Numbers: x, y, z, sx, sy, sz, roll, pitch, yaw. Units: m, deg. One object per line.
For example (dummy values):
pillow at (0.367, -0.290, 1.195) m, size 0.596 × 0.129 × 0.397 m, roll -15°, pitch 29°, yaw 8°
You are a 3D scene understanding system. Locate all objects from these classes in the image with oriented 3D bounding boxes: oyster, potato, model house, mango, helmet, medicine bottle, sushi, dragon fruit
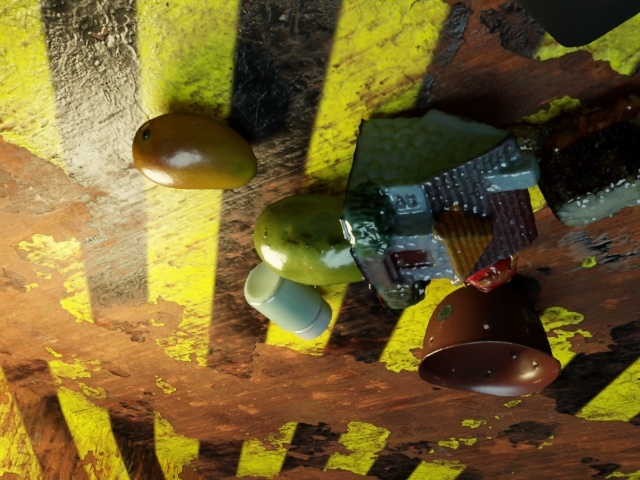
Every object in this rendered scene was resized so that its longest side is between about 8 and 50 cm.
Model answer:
oyster at (0.390, -0.185, 1.478) m, size 0.177 × 0.056 × 0.105 m, roll 6°, pitch 152°, yaw -7°
potato at (-0.001, -0.003, 1.639) m, size 0.305 × 0.215 × 0.216 m, roll -2°, pitch 144°, yaw 31°
model house at (0.266, -0.047, 1.457) m, size 0.339 × 0.297 × 0.360 m, roll -5°, pitch 141°, yaw 22°
mango at (-0.252, -0.179, 1.512) m, size 0.255 × 0.139 × 0.175 m, roll 4°, pitch 158°, yaw -10°
helmet at (0.423, 0.234, 1.890) m, size 0.338 × 0.230 × 0.385 m, roll -23°, pitch 143°, yaw 36°
medicine bottle at (-0.081, 0.156, 1.936) m, size 0.139 × 0.139 × 0.225 m, roll -19°, pitch 136°, yaw 31°
sushi at (0.551, -0.146, 1.386) m, size 0.344 × 0.181 × 0.196 m, roll -21°, pitch 150°, yaw 22°
dragon fruit at (0.396, 0.051, 1.733) m, size 0.166 × 0.136 × 0.133 m, roll -36°, pitch 104°, yaw 17°

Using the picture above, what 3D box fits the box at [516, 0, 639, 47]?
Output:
box at (0.416, -0.443, 1.103) m, size 0.289 × 0.073 × 0.290 m, roll 31°, pitch 137°, yaw -30°
